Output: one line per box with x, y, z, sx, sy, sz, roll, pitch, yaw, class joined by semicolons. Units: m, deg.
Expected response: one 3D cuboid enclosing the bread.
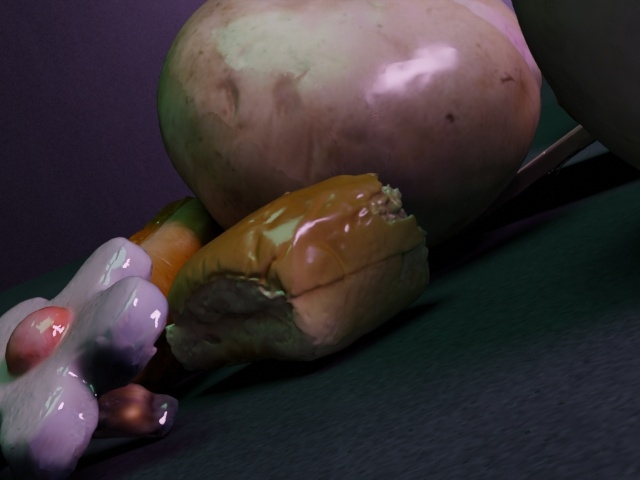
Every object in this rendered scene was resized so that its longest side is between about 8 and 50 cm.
-0.015;0.016;0.732;0.106;0.082;0.125;-20;5;-41;bread

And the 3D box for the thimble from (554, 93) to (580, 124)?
0.331;-0.260;1.213;0.350;0.231;0.350;-22;4;2;thimble

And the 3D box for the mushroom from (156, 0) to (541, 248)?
0.020;-0.082;0.890;0.254;0.184;0.255;-13;26;6;mushroom

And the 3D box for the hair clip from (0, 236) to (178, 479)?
-0.163;0.080;0.708;0.257;0.075;0.146;-16;46;31;hair clip

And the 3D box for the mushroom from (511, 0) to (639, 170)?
0.226;-0.155;0.593;0.290;0.298;0.297;13;18;17;mushroom

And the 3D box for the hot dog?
-0.087;0.036;0.855;0.076;0.102;0.249;19;14;4;hot dog

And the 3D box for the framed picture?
0.205;-0.094;0.909;0.250;0.016;0.184;-39;-3;33;framed picture
